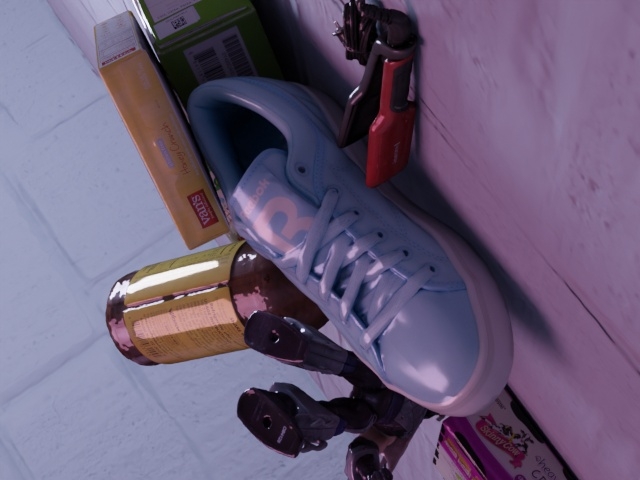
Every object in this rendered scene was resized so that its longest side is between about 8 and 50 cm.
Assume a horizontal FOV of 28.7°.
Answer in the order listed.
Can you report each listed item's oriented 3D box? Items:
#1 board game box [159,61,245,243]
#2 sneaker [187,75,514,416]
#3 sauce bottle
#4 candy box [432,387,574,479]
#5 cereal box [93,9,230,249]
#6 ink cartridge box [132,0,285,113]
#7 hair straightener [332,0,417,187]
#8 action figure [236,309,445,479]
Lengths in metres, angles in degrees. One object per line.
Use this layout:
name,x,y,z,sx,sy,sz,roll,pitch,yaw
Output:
board game box,-0.088,-0.066,1.384,0.305,0.053,0.193,52,-166,-4
sneaker,0.000,0.000,0.995,0.150,0.135,0.366,5,-145,-44
sauce bottle,-0.063,0.053,1.236,0.344,0.111,0.111,-12,117,38
candy box,0.187,0.243,1.231,0.159,0.071,0.233,54,170,16
cereal box,-0.145,-0.107,1.124,0.240,0.047,0.173,-122,7,-68
ink cartridge box,-0.118,-0.207,1.213,0.189,0.097,0.255,66,178,-49
hair straightener,0.027,-0.120,0.873,0.089,0.047,0.230,54,171,19
action figure,0.044,0.142,1.131,0.099,0.185,0.285,16,180,39
